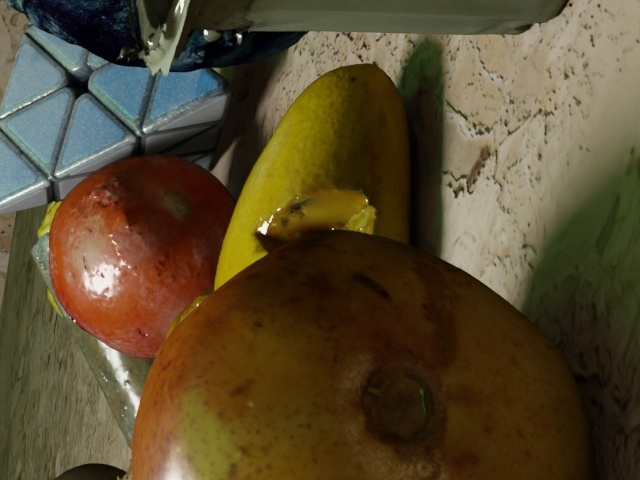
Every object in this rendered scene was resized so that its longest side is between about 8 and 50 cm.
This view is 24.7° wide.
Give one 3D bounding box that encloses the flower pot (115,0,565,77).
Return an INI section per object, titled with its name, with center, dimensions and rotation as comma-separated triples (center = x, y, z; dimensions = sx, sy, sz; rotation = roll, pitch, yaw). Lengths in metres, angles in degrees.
[flower pot]
center = 0.019, -0.226, 0.879
dimensions = 0.290, 0.259, 0.290
rotation = -175, 90, -71

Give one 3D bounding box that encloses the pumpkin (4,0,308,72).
[pumpkin]
center = -0.129, -0.309, 1.215
dimensions = 0.266, 0.363, 0.363
rotation = -47, 39, 41

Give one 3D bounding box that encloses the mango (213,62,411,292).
[mango]
center = 0.000, 0.000, 1.079
dimensions = 0.167, 0.130, 0.262
rotation = 175, 105, -66

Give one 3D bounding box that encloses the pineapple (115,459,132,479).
[pineapple]
center = -0.131, 0.208, 1.447
dimensions = 0.119, 0.111, 0.237
rotation = 50, 130, 37

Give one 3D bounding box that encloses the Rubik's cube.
[Rubik's cube]
center = -0.213, -0.144, 1.531
dimensions = 0.233, 0.228, 0.228
rotation = -82, 8, -59

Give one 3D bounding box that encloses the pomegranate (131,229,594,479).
[pomegranate]
center = 0.024, 0.129, 0.791
dimensions = 0.264, 0.264, 0.264
rotation = -174, 90, -72

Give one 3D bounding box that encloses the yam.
[yam]
center = -0.217, 0.101, 1.579
dimensions = 0.259, 0.106, 0.106
rotation = 62, 153, 10

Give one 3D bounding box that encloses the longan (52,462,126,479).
[longan]
center = -0.273, 0.353, 1.752
dimensions = 0.187, 0.167, 0.167
rotation = -69, -10, -75

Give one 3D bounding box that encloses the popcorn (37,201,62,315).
[popcorn]
center = -0.223, 0.008, 1.721
dimensions = 0.200, 0.226, 0.203
rotation = 1, 40, 43

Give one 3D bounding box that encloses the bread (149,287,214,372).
[bread]
center = -0.080, 0.168, 1.243
dimensions = 0.268, 0.145, 0.268
rotation = -170, 90, -74

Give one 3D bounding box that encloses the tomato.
[tomato]
center = -0.170, 0.021, 1.459
dimensions = 0.208, 0.208, 0.184
rotation = -101, 30, -42
